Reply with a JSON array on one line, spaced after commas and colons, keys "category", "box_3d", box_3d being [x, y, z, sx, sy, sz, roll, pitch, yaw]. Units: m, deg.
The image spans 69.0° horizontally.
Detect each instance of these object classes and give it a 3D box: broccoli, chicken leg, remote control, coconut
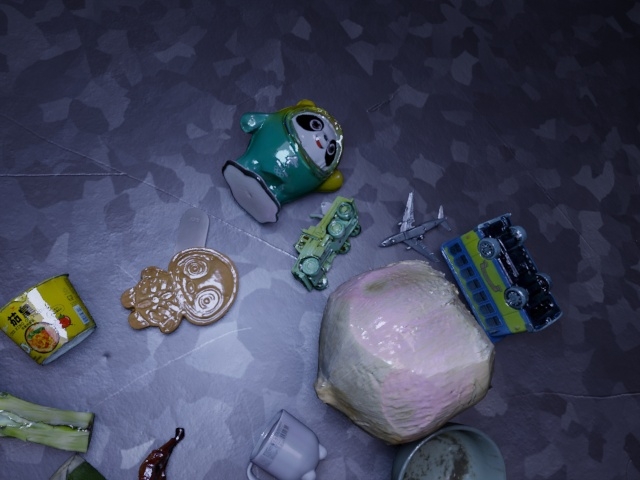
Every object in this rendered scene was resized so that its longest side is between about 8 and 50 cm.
[{"category": "broccoli", "box_3d": [-0.675, 0.366, 0.996, 0.361, 0.252, 0.221, 28, 70, -39]}, {"category": "chicken leg", "box_3d": [-0.364, 0.524, 1.032, 0.089, 0.048, 0.219, 37, 44, -38]}, {"category": "remote control", "box_3d": [-0.346, 0.031, 1.225, 0.077, 0.022, 0.245, 10, 72, -11]}, {"category": "coconut", "box_3d": [0.152, 0.265, 1.068, 0.404, 0.404, 0.405, 3, 73, -11]}]

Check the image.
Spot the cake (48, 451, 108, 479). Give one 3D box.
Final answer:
[{"category": "cake", "box_3d": [-0.497, 0.603, 1.009, 0.158, 0.172, 0.283, -49, 121, -15]}]

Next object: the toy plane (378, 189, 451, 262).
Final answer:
[{"category": "toy plane", "box_3d": [0.274, -0.027, 1.351, 0.226, 0.058, 0.226, -22, 95, -17]}]

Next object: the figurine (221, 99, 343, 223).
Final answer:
[{"category": "figurine", "box_3d": [-0.082, -0.225, 1.263, 0.340, 0.231, 0.324, -45, 111, -28]}]

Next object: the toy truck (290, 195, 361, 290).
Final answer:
[{"category": "toy truck", "box_3d": [0.001, 0.004, 1.268, 0.135, 0.128, 0.260, 21, 70, 22]}]

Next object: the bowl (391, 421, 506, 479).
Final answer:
[{"category": "bowl", "box_3d": [0.281, 0.558, 1.114, 0.289, 0.146, 0.289, 0, 91, -18]}]

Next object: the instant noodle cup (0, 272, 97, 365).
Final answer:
[{"category": "instant noodle cup", "box_3d": [-0.610, 0.184, 1.053, 0.182, 0.182, 0.144, -38, 93, -19]}]

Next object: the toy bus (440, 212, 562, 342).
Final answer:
[{"category": "toy bus", "box_3d": [0.494, 0.104, 1.283, 0.152, 0.190, 0.312, -19, 78, -33]}]

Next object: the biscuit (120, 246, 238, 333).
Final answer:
[{"category": "biscuit", "box_3d": [-0.346, 0.125, 1.167, 0.288, 0.044, 0.202, -15, 79, -18]}]

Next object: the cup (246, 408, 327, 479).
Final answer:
[{"category": "cup", "box_3d": [-0.080, 0.507, 1.078, 0.142, 0.134, 0.173, 36, 69, -1]}]
